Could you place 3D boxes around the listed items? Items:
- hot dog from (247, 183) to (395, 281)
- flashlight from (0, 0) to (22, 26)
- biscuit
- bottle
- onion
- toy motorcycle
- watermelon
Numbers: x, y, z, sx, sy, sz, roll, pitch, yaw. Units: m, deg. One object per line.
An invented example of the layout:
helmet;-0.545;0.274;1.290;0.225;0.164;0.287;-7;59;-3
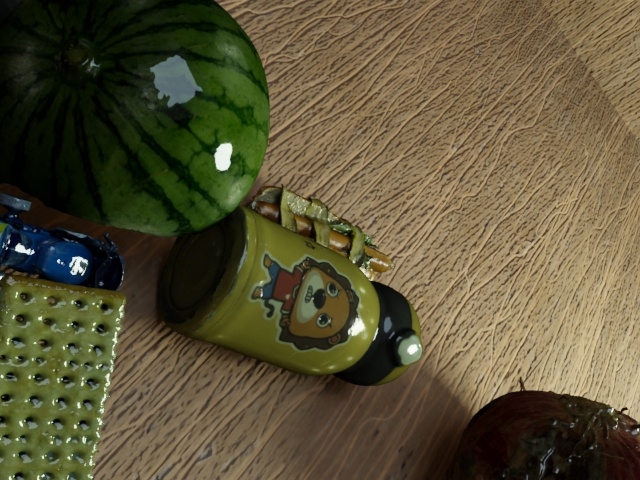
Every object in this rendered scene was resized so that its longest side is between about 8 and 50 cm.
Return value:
hot dog;0.000;0.000;1.263;0.269;0.072;0.109;24;53;-33
flashlight;-0.347;-0.266;1.054;0.424;0.103;0.103;47;41;-15
biscuit;-0.267;0.155;0.847;0.139;0.016;0.231;13;86;-39
bottle;-0.015;0.085;1.113;0.351;0.171;0.171;24;51;-34
onion;0.354;0.353;1.228;0.353;0.353;0.353;25;50;-34
toy motorcycle;-0.289;0.012;0.889;0.254;0.135;0.092;22;87;-53
watermelon;-0.207;-0.166;0.927;0.331;0.189;0.331;1;83;-9
